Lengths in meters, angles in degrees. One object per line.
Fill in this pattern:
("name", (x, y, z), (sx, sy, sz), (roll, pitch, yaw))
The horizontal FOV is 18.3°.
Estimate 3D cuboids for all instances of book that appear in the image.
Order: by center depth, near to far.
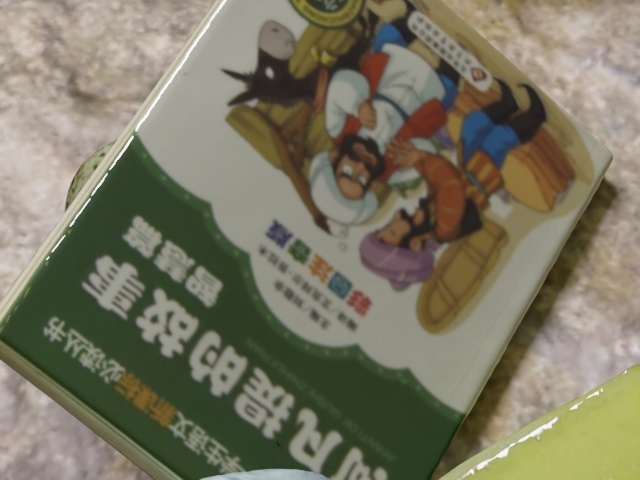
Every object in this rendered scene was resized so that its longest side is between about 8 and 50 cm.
("book", (0.000, 0.000, 0.883), (0.202, 0.027, 0.264), (40, 64, -16))

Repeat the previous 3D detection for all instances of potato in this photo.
("potato", (0.132, 0.120, 0.851), (0.198, 0.054, 0.119), (-18, 65, -1))

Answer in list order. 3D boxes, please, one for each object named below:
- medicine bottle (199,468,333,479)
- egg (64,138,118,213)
("medicine bottle", (-0.011, 0.249, 0.674), (0.245, 0.245, 0.290), (-25, 63, -11))
("egg", (-0.065, -0.003, 0.915), (0.110, 0.085, 0.085), (22, 63, 3))
